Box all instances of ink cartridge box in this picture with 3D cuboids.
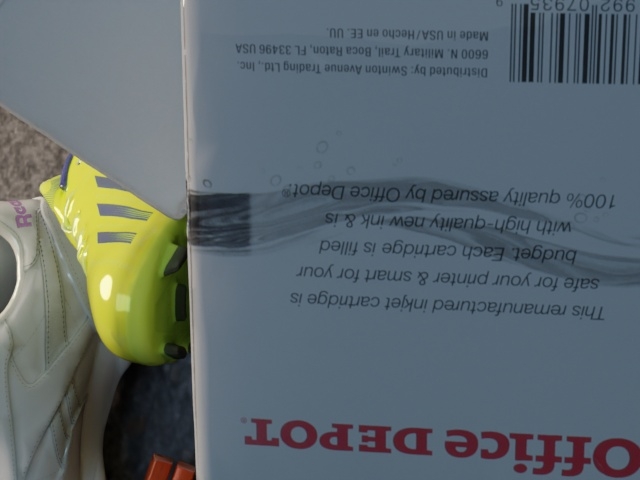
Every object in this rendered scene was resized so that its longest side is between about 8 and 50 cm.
[{"bbox_3d":[0.061,-0.044,0.753,0.223,0.129,0.307,2,107,8],"label":"ink cartridge box"}]

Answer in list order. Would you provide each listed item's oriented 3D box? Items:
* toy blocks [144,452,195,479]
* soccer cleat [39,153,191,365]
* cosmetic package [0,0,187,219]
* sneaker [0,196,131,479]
[{"bbox_3d":[-0.077,0.183,1.103,0.123,0.054,0.148,26,98,28],"label":"toy blocks"},{"bbox_3d":[-0.116,-0.006,1.021,0.121,0.289,0.093,4,114,1],"label":"soccer cleat"},{"bbox_3d":[-0.137,-0.286,0.928,0.394,0.329,0.327,34,106,-14],"label":"cosmetic package"},{"bbox_3d":[-0.209,0.117,1.121,0.114,0.152,0.305,8,85,56],"label":"sneaker"}]
